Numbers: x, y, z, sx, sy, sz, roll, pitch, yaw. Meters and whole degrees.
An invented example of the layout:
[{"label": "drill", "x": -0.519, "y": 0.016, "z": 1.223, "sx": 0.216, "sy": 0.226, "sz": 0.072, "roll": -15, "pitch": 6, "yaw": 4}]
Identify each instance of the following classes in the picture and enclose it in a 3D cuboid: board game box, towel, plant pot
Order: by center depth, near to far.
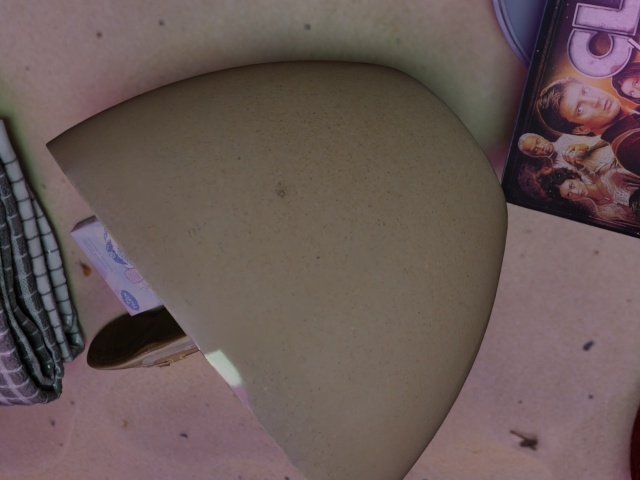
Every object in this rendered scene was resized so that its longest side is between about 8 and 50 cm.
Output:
[{"label": "board game box", "x": 0.203, "y": -0.113, "z": 0.425, "sx": 0.165, "sy": 0.042, "sz": 0.243, "roll": 17, "pitch": 123, "yaw": 16}, {"label": "plant pot", "x": 0.000, "y": 0.000, "z": 0.491, "sx": 0.191, "sy": 0.284, "sz": 0.284, "roll": -39, "pitch": 112, "yaw": -10}, {"label": "towel", "x": -0.339, "y": 0.007, "z": 0.620, "sx": 0.235, "sy": 0.121, "sz": 0.283, "roll": -2, "pitch": 121, "yaw": 12}, {"label": "board game box", "x": -0.140, "y": 0.010, "z": 0.643, "sx": 0.090, "sy": 0.020, "sz": 0.090, "roll": -20, "pitch": 116, "yaw": 21}]

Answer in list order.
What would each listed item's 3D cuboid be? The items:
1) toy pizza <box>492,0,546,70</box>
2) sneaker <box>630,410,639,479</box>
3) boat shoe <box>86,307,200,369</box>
[{"label": "toy pizza", "x": 0.199, "y": -0.168, "z": 0.458, "sx": 0.201, "sy": 0.032, "sz": 0.201, "roll": 4, "pitch": 121, "yaw": 7}, {"label": "sneaker", "x": 0.317, "y": 0.140, "z": 0.597, "sx": 0.128, "sy": 0.087, "sz": 0.221, "roll": 7, "pitch": 124, "yaw": 9}, {"label": "boat shoe", "x": -0.139, "y": 0.088, "z": 0.674, "sx": 0.135, "sy": 0.050, "sz": 0.045, "roll": -17, "pitch": 141, "yaw": 27}]
